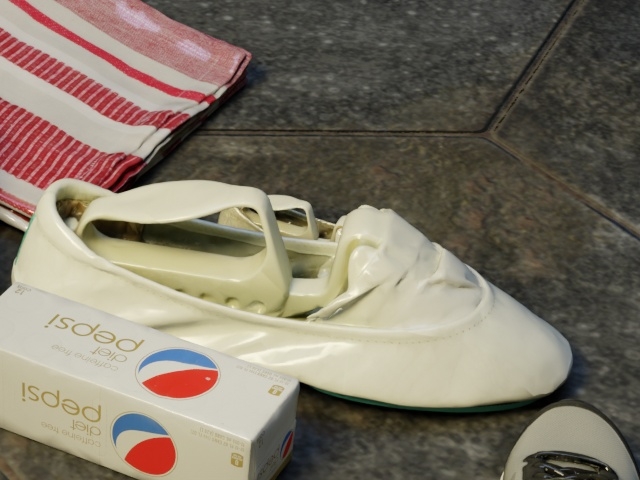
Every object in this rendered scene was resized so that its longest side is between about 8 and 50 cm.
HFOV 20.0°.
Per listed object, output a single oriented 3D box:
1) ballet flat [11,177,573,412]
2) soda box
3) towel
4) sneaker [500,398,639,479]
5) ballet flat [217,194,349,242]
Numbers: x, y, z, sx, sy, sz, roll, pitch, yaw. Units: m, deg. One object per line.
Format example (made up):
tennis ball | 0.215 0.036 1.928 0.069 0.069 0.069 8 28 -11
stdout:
ballet flat | -0.018 0.030 1.254 0.400 0.139 0.139 7 33 2
soda box | -0.126 0.102 1.183 0.216 0.069 0.074 17 35 18
towel | -0.227 -0.133 1.509 0.237 0.037 0.329 28 38 10
sneaker | 0.151 0.176 1.080 0.100 0.108 0.271 8 32 7
ballet flat | 0.000 0.000 1.373 0.168 0.052 0.057 14 34 12
